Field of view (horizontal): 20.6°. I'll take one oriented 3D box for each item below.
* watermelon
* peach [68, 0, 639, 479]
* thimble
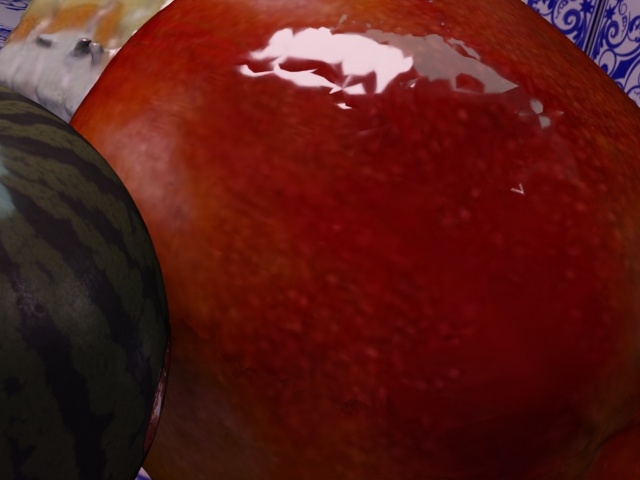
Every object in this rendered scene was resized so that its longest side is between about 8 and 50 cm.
[{"bbox_3d":[-0.158,0.042,0.650,0.212,0.212,0.212,15,11,-3],"label":"watermelon"},{"bbox_3d":[0.034,0.021,0.801,0.308,0.308,0.332,8,16,-33],"label":"peach"},{"bbox_3d":[-0.107,-0.108,1.340,0.167,0.254,0.288,24,20,39],"label":"thimble"}]
